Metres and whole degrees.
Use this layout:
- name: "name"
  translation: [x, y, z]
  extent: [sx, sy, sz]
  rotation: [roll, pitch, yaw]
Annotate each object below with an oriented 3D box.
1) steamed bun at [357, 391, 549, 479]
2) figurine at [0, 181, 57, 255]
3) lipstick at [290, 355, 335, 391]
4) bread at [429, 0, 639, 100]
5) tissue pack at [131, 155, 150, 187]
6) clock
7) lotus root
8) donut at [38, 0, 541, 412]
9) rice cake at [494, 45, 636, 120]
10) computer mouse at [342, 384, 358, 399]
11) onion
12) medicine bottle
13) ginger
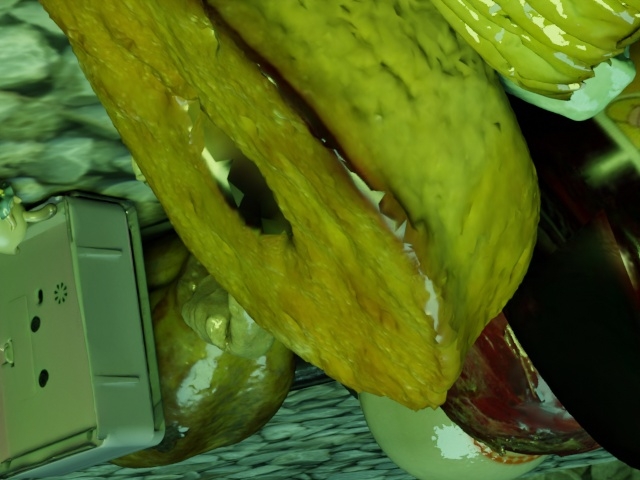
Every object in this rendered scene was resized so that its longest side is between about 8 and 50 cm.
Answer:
- name: "steamed bun"
  translation: [0.149, 0.109, 1.498]
  extent: [0.232, 0.232, 0.145]
  rotation: [8, -175, -42]
- name: "figurine"
  translation: [-0.235, -0.025, 1.231]
  extent: [0.083, 0.047, 0.050]
  rotation: [19, 134, -43]
- name: "lipstick"
  translation: [0.039, 0.098, 1.686]
  extent: [0.299, 0.081, 0.081]
  rotation: [-17, 161, 19]
- name: "bread"
  translation: [0.144, -0.169, 0.671]
  extent: [0.227, 0.142, 0.253]
  rotation: [-45, -174, -23]
- name: "tissue pack"
  translation: [0.011, -0.075, 1.097]
  extent: [0.186, 0.090, 0.222]
  rotation: [-22, 160, 30]
- name: "clock"
  translation: [-0.195, 0.073, 1.301]
  extent: [0.144, 0.193, 0.073]
  rotation: [-22, 160, 40]
- name: "lotus root"
  translation: [-0.122, 0.089, 1.410]
  extent: [0.193, 0.193, 0.291]
  rotation: [1, 161, -27]
- name: "donut"
  translation: [-0.010, -0.060, 0.854]
  extent: [0.110, 0.303, 0.303]
  rotation: [-41, 173, -19]
- name: "rice cake"
  translation: [0.088, -0.118, 0.875]
  extent: [0.069, 0.063, 0.206]
  rotation: [24, -169, -25]
- name: "computer mouse"
  translation: [0.041, 0.077, 1.573]
  extent: [0.122, 0.073, 0.217]
  rotation: [-22, 135, 28]
- name: "onion"
  translation: [0.199, 0.044, 1.288]
  extent: [0.276, 0.276, 0.276]
  rotation: [-8, 163, -2]
- name: "medicine bottle"
  translation: [0.290, -0.060, 0.943]
  extent: [0.395, 0.242, 0.242]
  rotation: [-30, 167, -12]
- name: "ginger"
  translation: [0.000, 0.000, 1.067]
  extent: [0.089, 0.075, 0.288]
  rotation: [-7, 157, -38]
